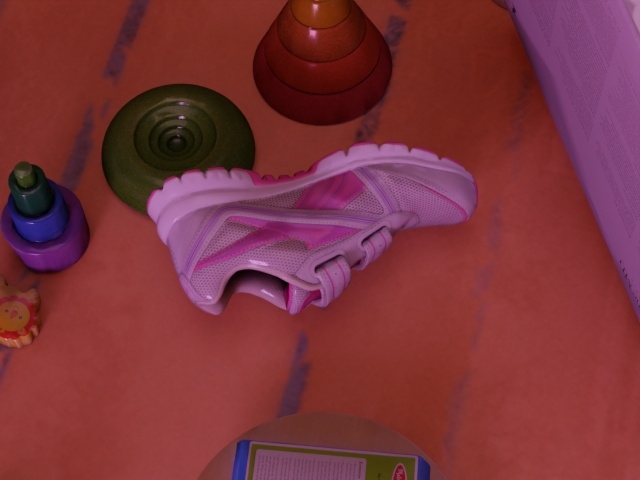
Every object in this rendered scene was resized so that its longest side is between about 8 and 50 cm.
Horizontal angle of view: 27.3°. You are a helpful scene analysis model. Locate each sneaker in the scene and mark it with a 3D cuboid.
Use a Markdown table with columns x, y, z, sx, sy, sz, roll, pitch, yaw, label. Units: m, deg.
| x | y | z | sx | sy | sz | roll | pitch | yaw | label |
| --- | --- | --- | --- | --- | --- | --- | --- | --- | --- |
| 0.000 | 0.000 | 1.004 | 0.252 | 0.103 | 0.111 | -10 | 71 | -3 | sneaker |

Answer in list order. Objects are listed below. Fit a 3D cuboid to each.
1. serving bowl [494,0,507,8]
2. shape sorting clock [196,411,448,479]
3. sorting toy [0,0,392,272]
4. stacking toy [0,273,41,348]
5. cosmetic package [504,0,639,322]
| x | y | z | sx | sy | sz | roll | pitch | yaw | label |
| --- | --- | --- | --- | --- | --- | --- | --- | --- | --- |
| 0.184 | -0.241 | 1.163 | 0.083 | 0.027 | 0.083 | 0 | 62 | 0 | serving bowl |
| 0.003 | 0.216 | 0.913 | 0.206 | 0.040 | 0.206 | 0 | 58 | 0 | shape sorting clock |
| -0.098 | -0.112 | 1.046 | 0.365 | 0.126 | 0.127 | -33 | 66 | -16 | sorting toy |
| -0.317 | -0.008 | 0.970 | 0.221 | 0.167 | 0.052 | 22 | 64 | 12 | stacking toy |
| 0.233 | -0.101 | 0.909 | 0.097 | 0.284 | 0.377 | -18 | 72 | -3 | cosmetic package |
